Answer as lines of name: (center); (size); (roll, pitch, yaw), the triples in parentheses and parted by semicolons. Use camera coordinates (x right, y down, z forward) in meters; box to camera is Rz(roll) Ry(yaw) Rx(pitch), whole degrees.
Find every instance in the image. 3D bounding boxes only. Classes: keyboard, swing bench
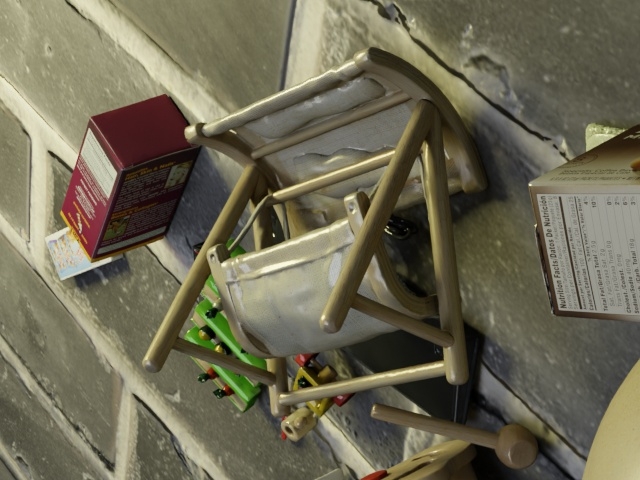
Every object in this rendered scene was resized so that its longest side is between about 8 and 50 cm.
keyboard: (0.040, 0.030, 1.444); (0.317, 0.033, 0.201); (35, 136, 40)
swing bench: (0.000, 0.000, 1.299); (0.253, 0.165, 0.255); (-17, 57, 47)

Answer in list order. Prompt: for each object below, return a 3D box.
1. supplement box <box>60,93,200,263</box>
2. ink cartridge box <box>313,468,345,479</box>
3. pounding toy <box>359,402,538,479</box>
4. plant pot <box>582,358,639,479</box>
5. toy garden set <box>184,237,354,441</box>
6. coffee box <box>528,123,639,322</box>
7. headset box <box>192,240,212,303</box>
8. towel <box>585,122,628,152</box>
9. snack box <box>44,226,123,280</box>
supplement box: (-0.219, -0.069, 1.698); (0.081, 0.104, 0.188); (55, 145, 21)
ink cartridge box: (-0.007, 0.346, 1.627); (0.060, 0.104, 0.180); (-1, 106, 57)
pounding toy: (0.070, 0.218, 1.375); (0.154, 0.269, 0.155); (-18, -93, -83)
plant pot: (0.292, 0.148, 0.962); (0.191, 0.284, 0.284); (-93, 12, -47)
toy garden set: (-0.068, 0.139, 1.609); (0.204, 0.049, 0.244); (46, 149, 13)
coffee box: (0.274, -0.014, 0.939); (0.246, 0.141, 0.098); (2, 111, 48)
headset box: (-0.111, 0.047, 1.672); (0.062, 0.032, 0.083); (24, 128, 48)
towel: (0.252, -0.030, 1.097); (0.148, 0.027, 0.110); (13, 119, 53)
snack box: (-0.313, 0.009, 1.958); (0.178, 0.022, 0.064); (-18, 94, 58)
